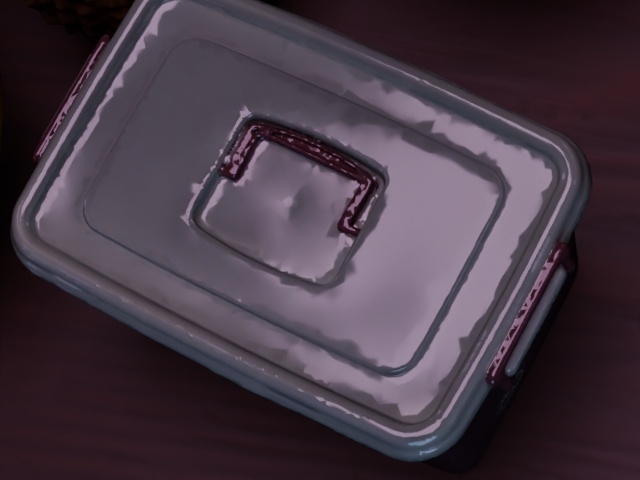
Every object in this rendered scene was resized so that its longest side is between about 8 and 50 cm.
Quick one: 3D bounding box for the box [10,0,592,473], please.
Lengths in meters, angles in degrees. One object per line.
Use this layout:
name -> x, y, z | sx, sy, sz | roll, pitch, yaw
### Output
box -> 0.000, 0.000, 1.054 | 0.294, 0.167, 0.193 | 26, 81, 19

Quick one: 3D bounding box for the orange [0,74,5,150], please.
orange -> -0.311, -0.075, 1.103 | 0.261, 0.261, 0.261 | -4, 71, 12

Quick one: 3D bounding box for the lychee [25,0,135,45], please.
lychee -> -0.112, -0.204, 1.140 | 0.188, 0.188, 0.188 | -4, 71, 12
